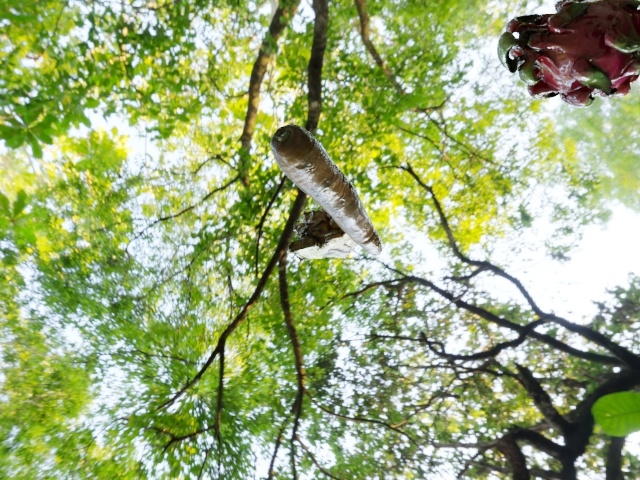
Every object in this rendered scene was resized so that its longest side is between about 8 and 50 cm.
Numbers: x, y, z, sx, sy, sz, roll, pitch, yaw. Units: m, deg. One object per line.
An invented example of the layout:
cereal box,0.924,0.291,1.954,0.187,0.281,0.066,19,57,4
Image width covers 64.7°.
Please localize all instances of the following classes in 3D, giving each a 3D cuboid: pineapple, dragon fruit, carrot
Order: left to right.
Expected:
pineapple,0.000,0.000,0.674,0.114,0.114,0.077,-27,-58,-35
carrot,0.014,-0.034,0.408,0.165,0.036,0.035,44,-118,-42
dragon fruit,0.459,-0.347,0.922,0.273,0.198,0.218,8,-91,13
